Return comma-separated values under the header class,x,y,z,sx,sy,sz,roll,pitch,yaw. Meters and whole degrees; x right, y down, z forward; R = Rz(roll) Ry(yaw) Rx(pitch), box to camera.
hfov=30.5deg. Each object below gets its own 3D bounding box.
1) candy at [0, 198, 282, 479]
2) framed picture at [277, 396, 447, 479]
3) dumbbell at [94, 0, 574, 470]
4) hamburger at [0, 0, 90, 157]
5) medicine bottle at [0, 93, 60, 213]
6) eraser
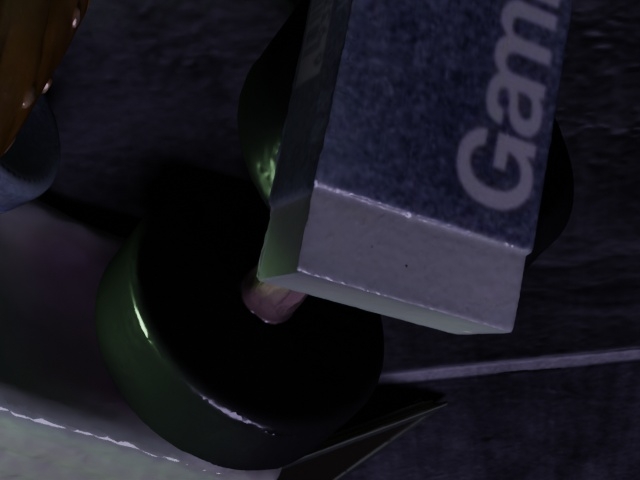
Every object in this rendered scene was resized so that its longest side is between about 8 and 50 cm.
class,x,y,z,sx,sy,sz,roll,pitch,yaw
candy,-0.189,0.137,0.738,0.208,0.145,0.358,24,134,-29
framed picture,-0.047,0.189,0.846,0.197,0.014,0.252,-12,156,-44
dumbbell,0.000,0.000,0.564,0.152,0.152,0.218,19,137,-25
hamburger,-0.211,-0.064,0.388,0.286,0.243,0.146,-33,139,-15
medicine bottle,-0.231,-0.028,0.574,0.203,0.083,0.083,-18,139,19
eraser,0.041,-0.078,0.428,0.092,0.212,0.046,17,167,-22
